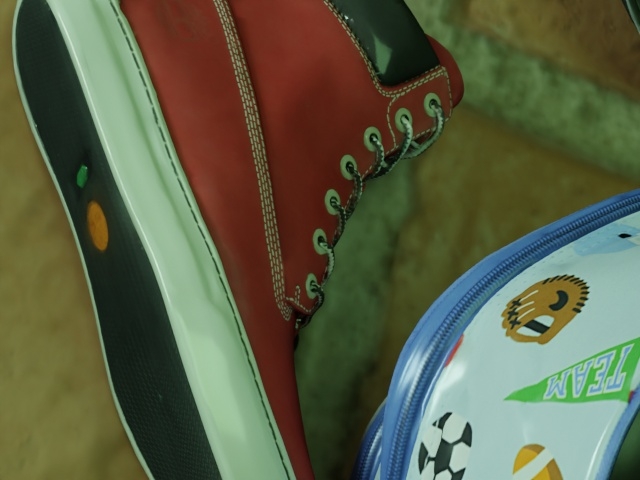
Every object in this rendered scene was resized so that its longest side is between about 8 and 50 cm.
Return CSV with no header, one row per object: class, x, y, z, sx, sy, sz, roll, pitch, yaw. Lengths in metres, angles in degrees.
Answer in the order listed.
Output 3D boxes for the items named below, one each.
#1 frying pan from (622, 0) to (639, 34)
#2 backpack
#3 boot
frying pan,0.149,-0.162,0.704,0.326,0.053,0.197,2,102,-33
backpack,0.133,0.113,0.533,0.276,0.213,0.263,-17,116,-34
boot,0.000,0.000,0.612,0.176,0.088,0.244,-10,74,-28
